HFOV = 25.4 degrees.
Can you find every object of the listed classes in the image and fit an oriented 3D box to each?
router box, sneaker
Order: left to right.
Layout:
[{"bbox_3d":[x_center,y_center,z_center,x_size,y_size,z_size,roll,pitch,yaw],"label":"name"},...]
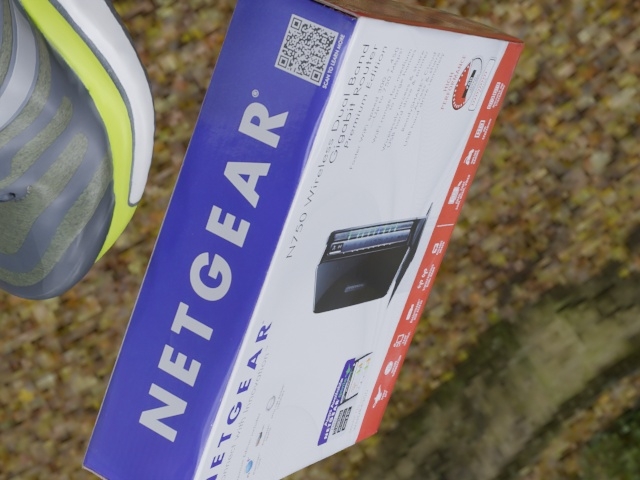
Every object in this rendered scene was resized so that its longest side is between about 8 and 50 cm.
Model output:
[{"bbox_3d":[-0.138,-0.066,0.443,0.121,0.111,0.300,-56,155,-28],"label":"sneaker"},{"bbox_3d":[0.000,0.000,0.975,0.301,0.082,0.335,-10,123,-63],"label":"router box"}]
